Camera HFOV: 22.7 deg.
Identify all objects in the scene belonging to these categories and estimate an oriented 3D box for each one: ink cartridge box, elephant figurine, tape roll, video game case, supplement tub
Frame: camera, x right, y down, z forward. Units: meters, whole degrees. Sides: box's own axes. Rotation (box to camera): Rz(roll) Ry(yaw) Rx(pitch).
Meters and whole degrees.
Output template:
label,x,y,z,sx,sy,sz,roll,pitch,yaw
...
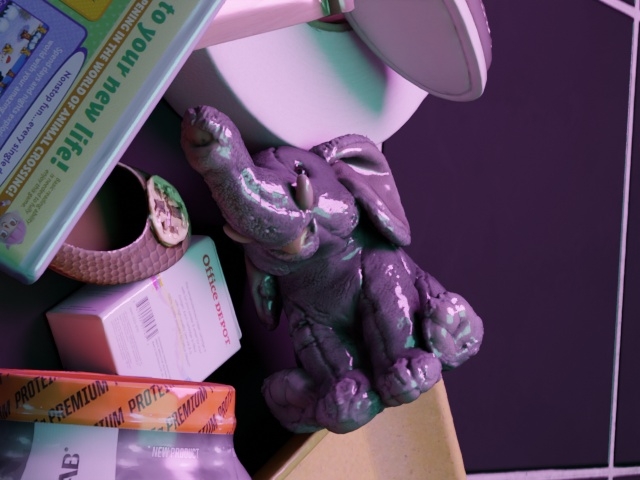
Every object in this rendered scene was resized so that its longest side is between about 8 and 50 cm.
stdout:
label,x,y,z,sx,sy,sz,roll,pitch,yaw
ink cartridge box,-0.114,0.060,1.058,0.122,0.052,0.089,-38,122,-47
elephant figurine,0.000,0.000,1.110,0.169,0.186,0.239,-31,94,-25
tape roll,-0.016,-0.253,1.171,0.392,0.072,0.392,-3,94,-56
video game case,-0.141,-0.121,0.657,0.193,0.023,0.212,34,74,-8
supplement tub,-0.135,0.235,0.912,0.193,0.193,0.316,8,84,-55

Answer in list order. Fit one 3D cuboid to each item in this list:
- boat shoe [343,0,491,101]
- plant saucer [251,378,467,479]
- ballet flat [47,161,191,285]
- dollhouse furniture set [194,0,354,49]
label,x,y,z,sx,sy,sz,roll,pitch,yaw
boat shoe,0.048,-0.224,1.108,0.305,0.109,0.091,53,55,-36
plant saucer,0.008,0.283,1.217,0.332,0.081,0.333,-41,123,-48
ballet flat,-0.162,-0.027,0.951,0.250,0.058,0.084,13,53,-47
dollhouse furniture set,-0.164,-0.227,0.810,0.198,0.286,0.303,-21,100,-46
